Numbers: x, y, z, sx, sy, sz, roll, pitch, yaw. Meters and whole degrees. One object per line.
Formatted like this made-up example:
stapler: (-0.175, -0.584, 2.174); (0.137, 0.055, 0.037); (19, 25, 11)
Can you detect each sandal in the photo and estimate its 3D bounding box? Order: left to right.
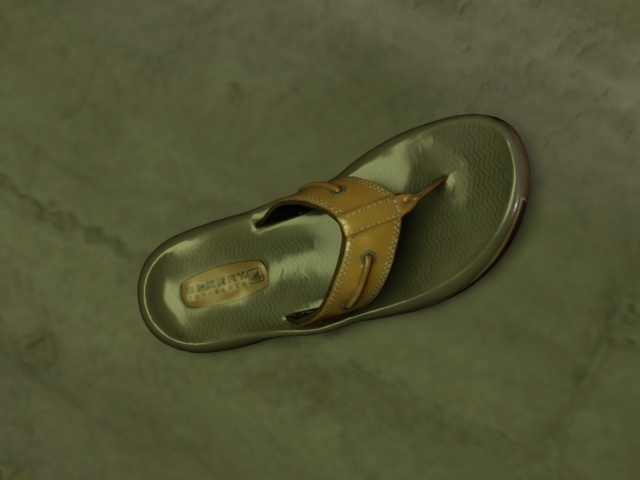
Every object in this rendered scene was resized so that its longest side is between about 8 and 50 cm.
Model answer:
sandal: (0.000, 0.000, 0.695); (0.219, 0.060, 0.090); (-16, 81, 15)

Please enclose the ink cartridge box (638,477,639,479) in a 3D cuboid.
ink cartridge box: (0.243, 0.140, 0.541); (0.045, 0.224, 0.223); (-46, 72, 32)
